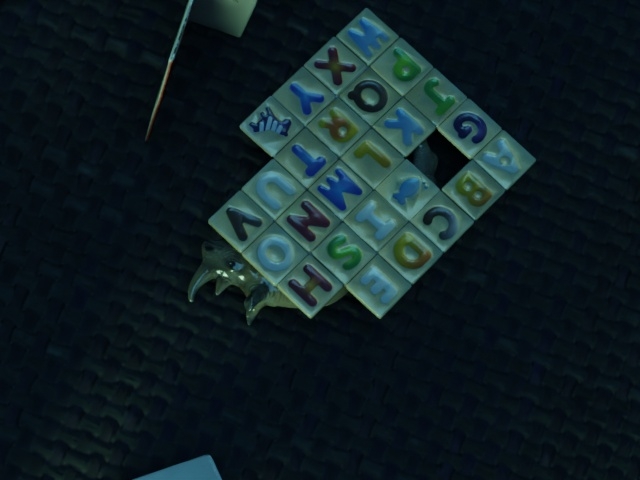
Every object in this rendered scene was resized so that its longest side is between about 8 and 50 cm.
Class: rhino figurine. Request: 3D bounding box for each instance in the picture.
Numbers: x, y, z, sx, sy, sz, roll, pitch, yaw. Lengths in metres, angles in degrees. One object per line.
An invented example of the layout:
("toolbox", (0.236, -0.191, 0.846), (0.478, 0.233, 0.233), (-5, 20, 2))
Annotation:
("rhino figurine", (0.000, 0.000, 1.627), (0.243, 0.073, 0.106), (-24, 81, -11))

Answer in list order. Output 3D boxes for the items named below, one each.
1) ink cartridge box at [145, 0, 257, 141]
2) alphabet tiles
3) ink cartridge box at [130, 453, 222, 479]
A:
("ink cartridge box", (-0.072, -0.211, 1.549), (0.060, 0.275, 0.239), (16, 78, -6))
("alphabet tiles", (0.030, -0.055, 1.604), (0.198, 0.009, 0.237), (43, 72, 9))
("ink cartridge box", (-0.153, 0.327, 1.467), (0.261, 0.066, 0.296), (-19, 47, -12))
